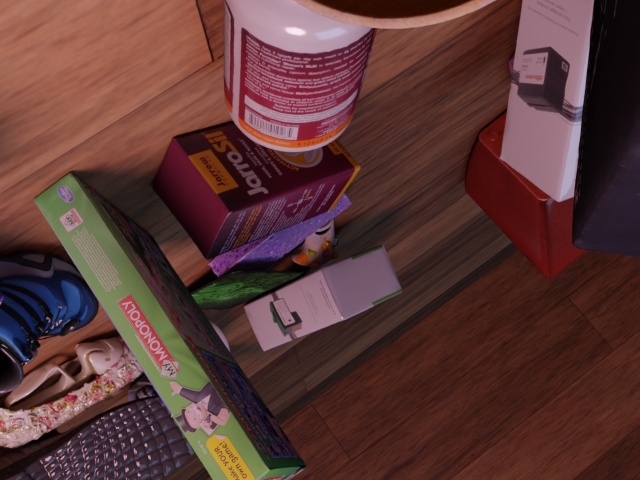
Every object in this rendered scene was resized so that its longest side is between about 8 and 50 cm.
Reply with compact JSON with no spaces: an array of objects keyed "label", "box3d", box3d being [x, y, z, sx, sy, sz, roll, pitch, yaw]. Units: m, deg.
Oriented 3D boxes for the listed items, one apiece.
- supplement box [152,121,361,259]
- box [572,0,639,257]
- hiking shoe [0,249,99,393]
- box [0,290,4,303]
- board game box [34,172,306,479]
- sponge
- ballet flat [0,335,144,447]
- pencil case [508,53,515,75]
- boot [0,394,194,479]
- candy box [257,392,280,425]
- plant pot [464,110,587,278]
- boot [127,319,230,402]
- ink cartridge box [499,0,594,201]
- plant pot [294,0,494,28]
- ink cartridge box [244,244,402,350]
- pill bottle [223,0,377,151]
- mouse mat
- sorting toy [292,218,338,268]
[{"label":"supplement box","box3d":[-0.065,-0.067,0.836,0.188,0.104,0.080,-23,158,-40]},{"label":"box","box3d":[0.325,-0.253,0.409,0.472,0.298,0.479,48,50,-72]},{"label":"hiking shoe","box3d":[-0.299,0.085,0.709,0.113,0.132,0.304,-42,163,14]},{"label":"box","box3d":[-0.291,0.003,0.494,0.072,0.137,0.126,-40,163,6]},{"label":"board game box","box3d":[-0.134,0.098,0.759,0.046,0.317,0.213,-36,163,-2]},{"label":"sponge","box3d":[-0.055,-0.012,1.134,0.210,0.031,0.117,-39,164,2]},{"label":"ballet flat","box3d":[-0.321,0.182,1.031,0.241,0.091,0.077,-33,131,-30]},{"label":"pencil case","box3d":[0.463,-0.320,1.172,0.386,0.160,0.167,-38,119,1]},{"label":"boot","box3d":[-0.347,0.280,1.072,0.338,0.118,0.223,-18,-169,-27]},{"label":"candy box","box3d":[-0.167,0.288,1.435,0.053,0.186,0.109,-45,162,21]},{"label":"plant pot","box3d":[0.425,-0.138,1.445,0.267,0.267,0.236,-39,151,3]},{"label":"boot","box3d":[-0.237,0.227,1.281,0.123,0.095,0.258,-34,166,-38]},{"label":"ink cartridge box","box3d":[0.367,-0.228,0.987,0.223,0.129,0.307,-18,132,-19]},{"label":"plant pot","box3d":[0.087,-0.269,0.453,0.254,0.237,0.237,-41,171,-49]},{"label":"ink cartridge box","box3d":[0.001,0.099,1.332,0.160,0.092,0.219,-20,174,-44]},{"label":"pill bottle","box3d":[-0.016,-0.174,0.621,0.121,0.121,0.221,-32,163,-19]},{"label":"mouse mat","box3d":[-0.128,0.075,1.171,0.153,0.007,0.190,-27,164,25]},{"label":"sorting toy","box3d":[0.000,0.000,1.286,0.083,0.045,0.075,-28,142,-31]}]
